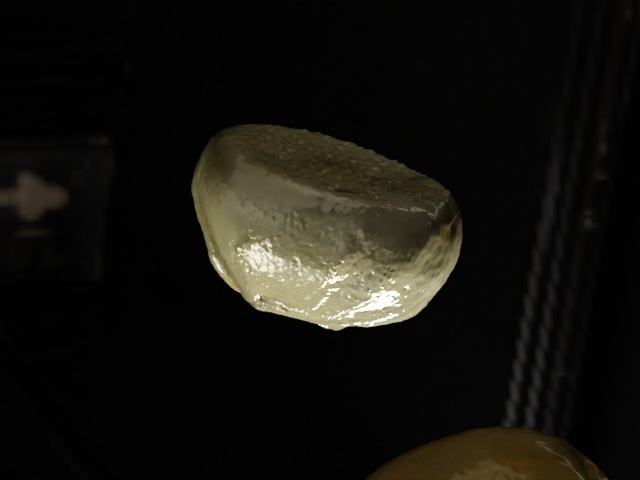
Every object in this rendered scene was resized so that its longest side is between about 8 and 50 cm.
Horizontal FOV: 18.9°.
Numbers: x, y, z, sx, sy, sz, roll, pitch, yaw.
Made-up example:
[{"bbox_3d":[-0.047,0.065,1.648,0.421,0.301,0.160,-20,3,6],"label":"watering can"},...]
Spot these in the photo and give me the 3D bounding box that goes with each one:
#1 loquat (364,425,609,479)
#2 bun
[{"bbox_3d":[0.089,0.201,1.020,0.213,0.213,0.213,7,-81,55],"label":"loquat"},{"bbox_3d":[0.000,0.000,0.586,0.086,0.086,0.055,33,-67,49],"label":"bun"}]
